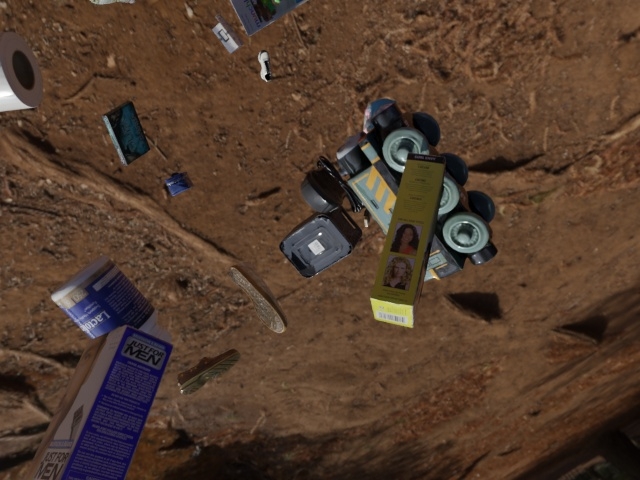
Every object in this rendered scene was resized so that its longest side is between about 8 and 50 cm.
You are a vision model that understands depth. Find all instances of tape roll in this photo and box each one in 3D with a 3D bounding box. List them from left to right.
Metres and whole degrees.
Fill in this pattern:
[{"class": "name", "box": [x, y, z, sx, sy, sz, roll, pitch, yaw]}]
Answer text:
[{"class": "tape roll", "box": [-1.076, -0.559, 1.613, 0.169, 0.246, 0.246, -7, 143, -2]}]

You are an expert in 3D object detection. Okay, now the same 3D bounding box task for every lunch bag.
[{"class": "lunch bag", "box": [-0.457, -0.187, 1.553, 0.067, 0.065, 0.098, -25, -169, 1]}]

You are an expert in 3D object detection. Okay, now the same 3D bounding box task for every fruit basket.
[{"class": "fruit basket", "box": [-0.184, -0.891, 1.558, 0.353, 0.165, 0.327, -49, 126, -35]}]

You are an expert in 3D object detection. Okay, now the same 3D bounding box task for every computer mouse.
[{"class": "computer mouse", "box": [0.032, -0.083, 1.049, 0.060, 0.184, 0.262, -41, -171, 18]}]

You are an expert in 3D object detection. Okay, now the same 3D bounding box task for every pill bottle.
[{"class": "pill bottle", "box": [-0.491, 0.178, 1.159, 0.153, 0.153, 0.264, -36, 106, 4]}]

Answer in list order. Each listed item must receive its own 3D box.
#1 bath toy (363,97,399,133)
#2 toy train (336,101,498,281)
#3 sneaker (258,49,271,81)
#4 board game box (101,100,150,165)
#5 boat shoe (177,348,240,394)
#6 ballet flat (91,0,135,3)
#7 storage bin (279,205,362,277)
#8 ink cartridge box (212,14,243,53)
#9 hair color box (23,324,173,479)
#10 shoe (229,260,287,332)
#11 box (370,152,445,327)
[{"class": "bath toy", "box": [0.189, -0.321, 1.368, 0.129, 0.348, 0.151, 3, 104, 2]}, {"class": "toy train", "box": [0.170, -0.076, 0.866, 0.190, 0.334, 0.142, -31, -168, 35]}, {"class": "sneaker", "box": [-0.185, -0.599, 1.656, 0.040, 0.043, 0.109, -20, 138, -14]}, {"class": "board game box", "box": [-0.671, -0.372, 1.677, 0.126, 0.026, 0.186, -55, 145, -43]}, {"class": "boat shoe", "box": [-0.298, 0.335, 1.276, 0.178, 0.060, 0.064, -31, 148, -10]}, {"class": "ballet flat", "box": [-0.524, -0.622, 1.217, 0.114, 0.041, 0.041, -13, 142, -23]}, {"class": "storage bin", "box": [0.000, 0.000, 1.217, 0.180, 0.122, 0.084, -33, -169, 36]}, {"class": "ink cartridge box", "box": [-0.225, -0.492, 1.148, 0.028, 0.048, 0.083, -32, 110, 22]}, {"class": "hair color box", "box": [-0.395, 0.332, 0.834, 0.110, 0.338, 0.185, 36, 140, -30]}, {"class": "shoe", "box": [-0.147, 0.139, 1.237, 0.058, 0.219, 0.076, -25, 158, -44]}, {"class": "box", "box": [0.126, -0.004, 0.673, 0.058, 0.232, 0.087, 10, 155, 16]}]
